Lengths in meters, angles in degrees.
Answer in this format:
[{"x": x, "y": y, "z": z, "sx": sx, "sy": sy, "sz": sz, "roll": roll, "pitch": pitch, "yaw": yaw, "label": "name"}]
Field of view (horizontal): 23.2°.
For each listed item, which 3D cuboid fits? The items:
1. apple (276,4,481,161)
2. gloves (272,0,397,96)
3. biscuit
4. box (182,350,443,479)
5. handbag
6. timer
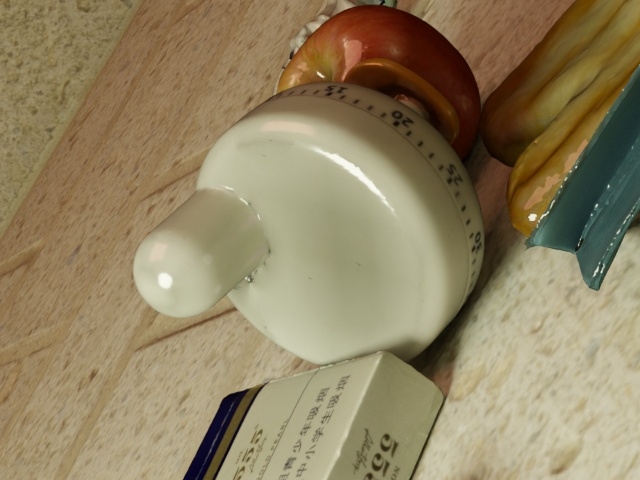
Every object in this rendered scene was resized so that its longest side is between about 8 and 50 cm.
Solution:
[{"x": 0.054, "y": -0.112, "z": 1.395, "sx": 0.199, "sy": 0.199, "sz": 0.199, "roll": -46, "pitch": 21, "yaw": 23, "label": "apple"}, {"x": 0.005, "y": -0.194, "z": 1.750, "sx": 0.212, "sy": 0.111, "sz": 0.127, "roll": -50, "pitch": 23, "yaw": -11, "label": "gloves"}, {"x": 0.236, "y": -0.143, "z": 1.172, "sx": 0.291, "sy": 0.062, "sz": 0.237, "roll": -48, "pitch": 19, "yaw": 16, "label": "biscuit"}, {"x": -0.026, "y": 0.186, "z": 1.225, "sx": 0.259, "sy": 0.071, "sz": 0.168, "roll": -23, "pitch": 36, "yaw": 57, "label": "box"}, {"x": 0.221, "y": -0.081, "z": 0.998, "sx": 0.221, "sy": 0.057, "sz": 0.144, "roll": -62, "pitch": -15, "yaw": 22, "label": "handbag"}, {"x": 0.000, "y": 0.000, "z": 1.202, "sx": 0.233, "sy": 0.233, "sz": 0.240, "roll": -34, "pitch": 7, "yaw": 45, "label": "timer"}]
